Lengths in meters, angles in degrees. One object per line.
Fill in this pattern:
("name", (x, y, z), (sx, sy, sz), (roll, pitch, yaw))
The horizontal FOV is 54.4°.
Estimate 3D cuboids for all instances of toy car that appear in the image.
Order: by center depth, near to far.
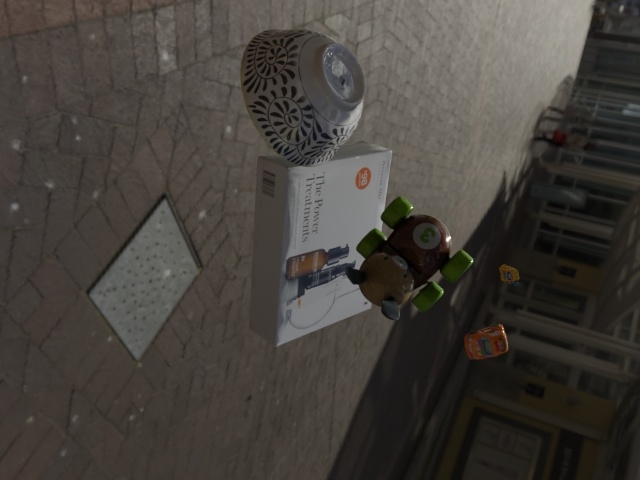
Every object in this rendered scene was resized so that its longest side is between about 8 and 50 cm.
("toy car", (0.215, 0.091, 0.775), (0.040, 0.060, 0.122), (-171, -95, -74))
("toy car", (0.112, 0.045, 0.941), (0.188, 0.155, 0.149), (-31, 161, -54))

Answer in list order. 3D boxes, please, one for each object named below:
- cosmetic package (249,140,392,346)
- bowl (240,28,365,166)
("cosmetic package", (0.000, 0.000, 1.283), (0.284, 0.097, 0.377), (-18, 122, -42))
("bowl", (-0.001, -0.177, 0.715), (0.170, 0.080, 0.170), (16, 68, -44))
